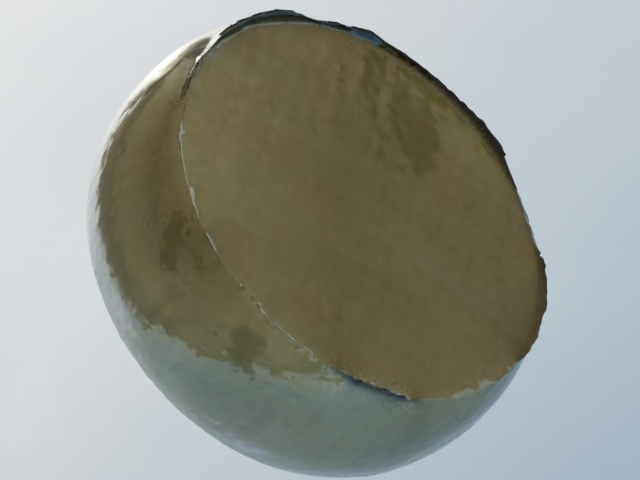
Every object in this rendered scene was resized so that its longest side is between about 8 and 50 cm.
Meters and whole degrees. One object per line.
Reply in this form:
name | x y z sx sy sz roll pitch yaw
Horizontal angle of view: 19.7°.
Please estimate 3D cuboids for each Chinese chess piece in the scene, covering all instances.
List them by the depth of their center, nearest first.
Chinese chess piece | 0.000 0.000 0.962 0.103 0.249 0.250 -42 -151 41
